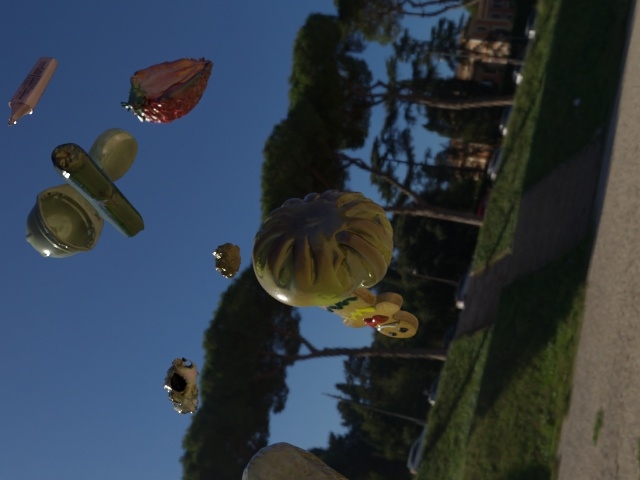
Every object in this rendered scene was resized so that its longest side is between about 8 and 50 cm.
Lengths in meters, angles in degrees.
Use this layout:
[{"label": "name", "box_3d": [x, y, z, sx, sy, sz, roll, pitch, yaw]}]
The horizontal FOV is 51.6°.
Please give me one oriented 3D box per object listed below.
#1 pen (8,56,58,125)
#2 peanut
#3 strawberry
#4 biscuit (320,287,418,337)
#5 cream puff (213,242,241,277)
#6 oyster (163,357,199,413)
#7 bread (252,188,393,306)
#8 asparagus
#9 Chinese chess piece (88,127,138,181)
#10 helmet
[{"label": "pen", "box_3d": [-0.630, -0.322, 1.436, 0.032, 0.053, 0.197, 85, -164, -58]}, {"label": "peanut", "box_3d": [-0.013, 0.463, 1.150, 0.152, 0.313, 0.152, -11, -73, -41]}, {"label": "strawberry", "box_3d": [-0.291, -0.284, 1.273, 0.192, 0.141, 0.085, -72, -17, -46]}, {"label": "biscuit", "box_3d": [0.082, 0.131, 1.238, 0.158, 0.240, 0.035, -35, 34, 51]}, {"label": "cream puff", "box_3d": [-0.233, 0.050, 1.647, 0.083, 0.058, 0.083, 57, -139, -22]}, {"label": "oyster", "box_3d": [-0.323, 0.327, 1.497, 0.209, 0.072, 0.132, -90, -18, -78]}, {"label": "bread", "box_3d": [0.000, 0.000, 0.979, 0.104, 0.214, 0.213, 67, -144, -46]}, {"label": "asparagus", "box_3d": [-0.386, -0.083, 1.172, 0.277, 0.067, 0.060, 77, -153, -67]}, {"label": "Chinese chess piece", "box_3d": [-0.529, -0.217, 1.682, 0.144, 0.059, 0.144, -56, -9, -14]}, {"label": "helmet", "box_3d": [-0.732, -0.032, 1.839, 0.204, 0.137, 0.257, 52, -164, -15]}]
